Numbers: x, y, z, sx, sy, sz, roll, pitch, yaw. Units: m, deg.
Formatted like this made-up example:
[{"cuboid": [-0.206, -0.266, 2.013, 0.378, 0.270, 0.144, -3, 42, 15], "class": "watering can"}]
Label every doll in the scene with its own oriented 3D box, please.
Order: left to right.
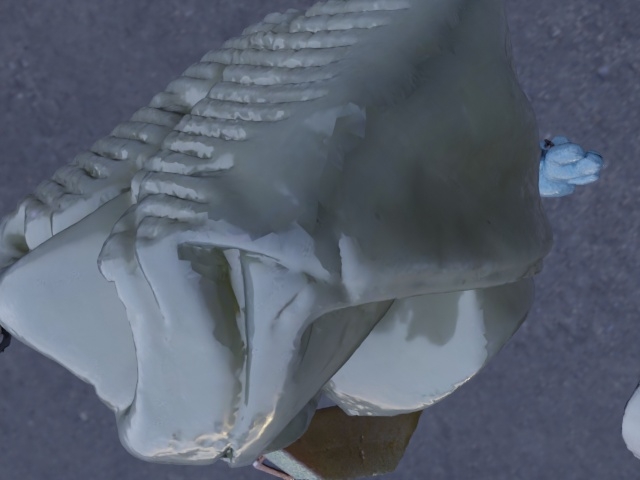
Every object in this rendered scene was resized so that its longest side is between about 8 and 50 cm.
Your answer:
[{"cuboid": [0.311, -0.109, 1.665, 0.120, 0.075, 0.180, 29, 161, -9], "class": "doll"}]

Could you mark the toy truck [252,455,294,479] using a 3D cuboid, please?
[{"cuboid": [-0.063, 0.257, 1.807, 0.083, 0.192, 0.092, 26, 107, -23], "class": "toy truck"}]

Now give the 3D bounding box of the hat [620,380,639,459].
[{"cuboid": [0.452, 0.229, 1.349, 0.275, 0.161, 0.232, 22, 124, 28], "class": "hat"}]

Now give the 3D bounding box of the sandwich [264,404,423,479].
[{"cuboid": [0.027, 0.251, 1.597, 0.094, 0.258, 0.096, 153, 110, -65], "class": "sandwich"}]

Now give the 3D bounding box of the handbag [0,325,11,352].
[{"cuboid": [-0.407, 0.031, 1.236, 0.283, 0.149, 0.302, 41, 168, 23], "class": "handbag"}]

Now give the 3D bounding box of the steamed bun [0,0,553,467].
[{"cuboid": [0.000, 0.000, 0.828, 0.255, 0.368, 0.342, 53, 161, -22], "class": "steamed bun"}]
